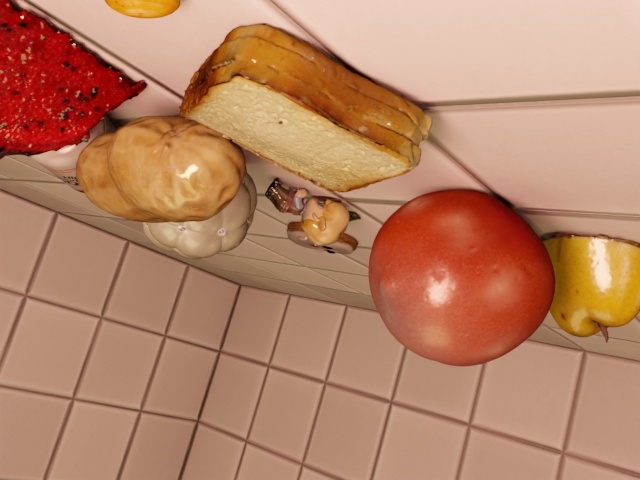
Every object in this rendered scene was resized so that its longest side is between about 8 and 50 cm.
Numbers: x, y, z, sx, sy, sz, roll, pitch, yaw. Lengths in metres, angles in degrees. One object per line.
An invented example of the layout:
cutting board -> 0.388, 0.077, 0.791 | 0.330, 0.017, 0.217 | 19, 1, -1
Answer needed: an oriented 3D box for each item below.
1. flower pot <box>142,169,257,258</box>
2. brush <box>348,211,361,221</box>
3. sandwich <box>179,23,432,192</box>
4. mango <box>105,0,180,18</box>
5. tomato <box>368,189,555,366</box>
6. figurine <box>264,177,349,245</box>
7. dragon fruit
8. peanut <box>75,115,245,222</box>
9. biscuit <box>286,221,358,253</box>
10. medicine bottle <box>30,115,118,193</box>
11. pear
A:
flower pot -> -0.249, -0.084, 1.377 | 0.246, 0.246, 0.195 | 11, 168, 28
brush -> 0.008, -0.061, 1.663 | 0.190, 0.027, 0.034 | 10, 166, 33
sandwich -> -0.027, -0.174, 0.963 | 0.301, 0.099, 0.271 | 25, 163, -23
mango -> -0.208, -0.284, 0.809 | 0.089, 0.046, 0.060 | 11, 168, 3
tomato -> 0.233, 0.067, 1.216 | 0.322, 0.321, 0.321 | 16, 169, 3
figurine -> -0.029, -0.070, 1.539 | 0.196, 0.108, 0.114 | 36, 156, -6
dragon fruit -> -0.488, -0.252, 1.076 | 0.343, 0.282, 0.100 | 31, -157, -56
peanut -> -0.283, -0.116, 1.168 | 0.387, 0.169, 0.192 | -1, 157, 44
biscuit -> 0.000, 0.000, 1.931 | 0.208, 0.049, 0.181 | 13, 170, 25
medicine bottle -> -0.481, -0.198, 1.347 | 0.157, 0.157, 0.288 | 15, 169, 5
pear -> 0.520, 0.100, 1.342 | 0.267, 0.178, 0.267 | 20, 168, 4
